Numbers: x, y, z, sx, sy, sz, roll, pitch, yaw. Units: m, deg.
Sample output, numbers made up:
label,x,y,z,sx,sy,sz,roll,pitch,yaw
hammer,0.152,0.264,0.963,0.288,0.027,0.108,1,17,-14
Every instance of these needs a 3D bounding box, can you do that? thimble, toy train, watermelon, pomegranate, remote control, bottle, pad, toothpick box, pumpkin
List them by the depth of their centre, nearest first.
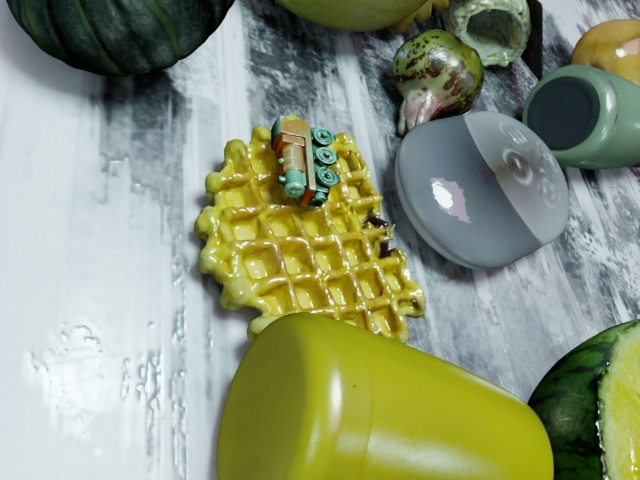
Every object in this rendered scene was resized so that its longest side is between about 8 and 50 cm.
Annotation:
label,x,y,z,sx,sy,sz,roll,pitch,yaw
toothpick box,0.066,0.176,0.512,0.272,0.175,0.174,21,53,-26
pumpkin,-0.198,-0.279,0.610,0.250,0.216,0.249,-1,58,2
watermelon,0.307,0.258,0.612,0.331,0.189,0.330,16,60,-29
toy train,-0.017,-0.082,0.623,0.064,0.044,0.103,9,54,-22
remote control,0.233,-0.077,0.826,0.332,0.103,0.221,-20,75,-38
pomegranate,0.169,-0.227,0.862,0.138,0.126,0.163,36,48,-27
thimble,0.291,-0.402,1.048,0.191,0.138,0.143,30,43,-46
bottle,0.522,-0.206,1.065,0.347,0.168,0.168,-1,63,-39
pad,0.368,-0.383,1.069,0.003,0.142,0.211,-11,35,8

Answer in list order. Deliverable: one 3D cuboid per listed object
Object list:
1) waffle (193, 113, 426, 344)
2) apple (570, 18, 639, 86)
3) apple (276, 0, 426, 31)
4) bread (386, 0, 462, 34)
label,x,y,z,sx,sy,sz,roll,pitch,yaw
waffle,-0.001,0.000,0.650,0.283,0.065,0.309,34,51,-8
apple,0.606,-0.362,1.213,0.199,0.199,0.199,17,55,-25
apple,0.050,-0.437,0.796,0.277,0.319,0.319,45,46,-24
bread,0.187,-0.420,0.945,0.081,0.225,0.134,47,23,-59
